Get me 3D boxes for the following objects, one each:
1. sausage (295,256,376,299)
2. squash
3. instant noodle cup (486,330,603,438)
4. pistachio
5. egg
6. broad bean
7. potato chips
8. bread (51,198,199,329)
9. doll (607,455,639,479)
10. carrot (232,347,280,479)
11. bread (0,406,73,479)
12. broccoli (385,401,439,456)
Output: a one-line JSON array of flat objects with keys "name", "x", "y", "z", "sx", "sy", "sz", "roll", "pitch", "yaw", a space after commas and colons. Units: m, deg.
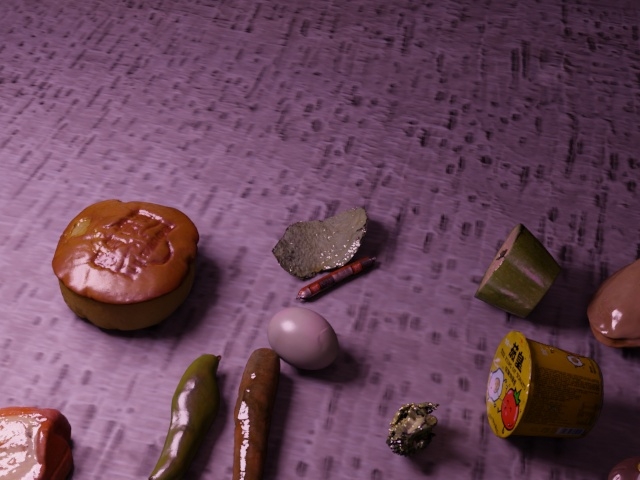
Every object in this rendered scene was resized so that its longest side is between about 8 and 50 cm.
[{"name": "sausage", "x": 0.032, "y": 0.073, "z": 1.671, "sx": 0.198, "sy": 0.025, "sz": 0.028, "roll": -26, "pitch": 74, "yaw": -28}, {"name": "squash", "x": 0.379, "y": 0.066, "z": 1.634, "sx": 0.122, "sy": 0.170, "sz": 0.170, "roll": 37, "pitch": 51, "yaw": 11}, {"name": "instant noodle cup", "x": 0.380, "y": 0.254, "z": 1.438, "sx": 0.144, "sy": 0.182, "sz": 0.182, "roll": 12, "pitch": 44, "yaw": -9}, {"name": "pistachio", "x": 0.627, "y": 0.111, "z": 1.621, "sx": 0.260, "sy": 0.163, "sz": 0.213, "roll": -15, "pitch": 26, "yaw": -3}, {"name": "egg", "x": -0.031, "y": 0.173, "z": 1.507, "sx": 0.135, "sy": 0.103, "sz": 0.103, "roll": 27, "pitch": 48, "yaw": 18}, {"name": "broad bean", "x": -0.221, "y": 0.305, "z": 1.377, "sx": 0.075, "sy": 0.067, "sz": 0.325, "roll": 8, "pitch": 42, "yaw": 13}, {"name": "potato chips", "x": -0.001, "y": -0.005, "z": 1.725, "sx": 0.228, "sy": 0.059, "sz": 0.167, "roll": -19, "pitch": 44, "yaw": -18}, {"name": "bread", "x": -0.354, "y": 0.039, "z": 1.571, "sx": 0.269, "sy": 0.148, "sz": 0.270, "roll": 3, "pitch": 45, "yaw": -3}, {"name": "doll", "x": 0.521, "y": 0.424, "z": 1.335, "sx": 0.145, "sy": 0.096, "sz": 0.188, "roll": 9, "pitch": 54, "yaw": 13}, {"name": "carrot", "x": -0.114, "y": 0.321, "z": 1.380, "sx": 0.070, "sy": 0.070, "sz": 0.342, "roll": 7, "pitch": 47, "yaw": 0}, {"name": "bread", "x": -0.502, "y": 0.339, "z": 1.273, "sx": 0.244, "sy": 0.123, "sz": 0.190, "roll": -5, "pitch": 47, "yaw": -10}, {"name": "broccoli", "x": 0.154, "y": 0.308, "z": 1.406, "sx": 0.096, "sy": 0.092, "sz": 0.095, "roll": 8, "pitch": 55, "yaw": -24}]
